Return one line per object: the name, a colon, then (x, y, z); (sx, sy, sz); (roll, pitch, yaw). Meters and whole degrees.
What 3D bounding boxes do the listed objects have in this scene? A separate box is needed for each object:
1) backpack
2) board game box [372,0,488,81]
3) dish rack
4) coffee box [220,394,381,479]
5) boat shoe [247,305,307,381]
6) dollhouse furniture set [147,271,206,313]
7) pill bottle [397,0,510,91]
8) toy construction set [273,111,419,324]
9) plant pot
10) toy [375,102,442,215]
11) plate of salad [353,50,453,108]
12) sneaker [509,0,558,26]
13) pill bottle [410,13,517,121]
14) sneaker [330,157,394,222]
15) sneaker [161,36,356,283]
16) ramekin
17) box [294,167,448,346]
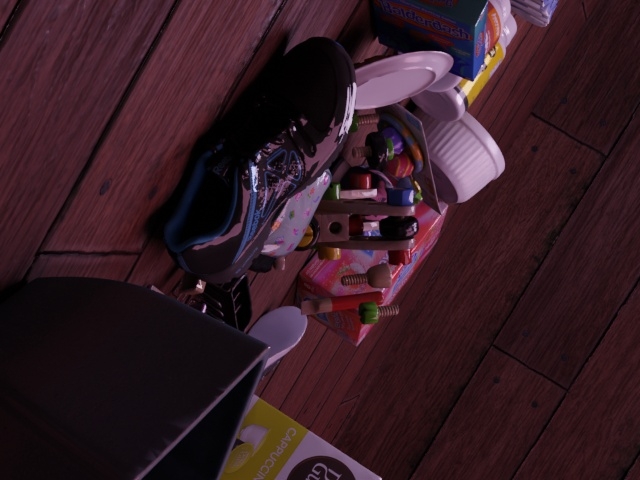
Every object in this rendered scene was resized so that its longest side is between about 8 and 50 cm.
backpack: (-0.071, -0.050, 1.671); (0.182, 0.115, 0.152); (-61, 165, 3)
board game box: (0.156, -0.311, 1.795); (0.047, 0.160, 0.210); (-63, 168, -10)
dish rack: (-0.203, 0.163, 1.768); (0.271, 0.074, 0.208); (-53, 166, -19)
coffee box: (-0.110, 0.549, 2.437); (0.337, 0.334, 0.338); (-53, 167, -21)
boat shoe: (-0.111, 0.209, 2.225); (0.228, 0.080, 0.076); (-49, 171, -29)
dollhouse furniture set: (-0.203, 0.053, 1.657); (0.081, 0.091, 0.114); (41, 50, -38)
pill bottle: (0.228, -0.345, 2.077); (0.216, 0.121, 0.121); (-47, 163, -40)
toy construction set: (0.000, 0.000, 1.922); (0.237, 0.257, 0.309); (-7, 126, -14)
plant pot: (-0.241, 0.178, 1.253); (0.247, 0.252, 0.248); (-42, 160, -49)
toy: (0.121, -0.135, 2.025); (0.056, 0.137, 0.237); (-39, 144, -12)
plate of salad: (0.094, -0.240, 1.828); (0.200, 0.048, 0.200); (-16, 168, -4)
sneaker: (0.454, -0.557, 2.467); (0.182, 0.127, 0.315); (-60, 175, -6)
pill bottle: (0.253, -0.323, 2.231); (0.208, 0.119, 0.119); (-54, 167, -19)
sneaker: (0.091, -0.064, 2.206); (0.112, 0.131, 0.319); (-61, 167, 9)
sneaker: (-0.070, -0.102, 1.531); (0.341, 0.125, 0.139); (-60, 161, -2)
ramekin: (0.234, -0.164, 2.363); (0.109, 0.207, 0.207); (-46, 165, -12)
box: (0.096, 0.028, 2.405); (0.300, 0.154, 0.142); (-50, 165, -26)
